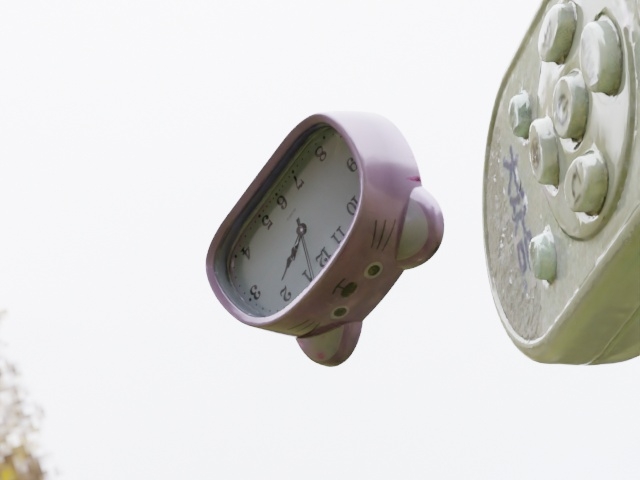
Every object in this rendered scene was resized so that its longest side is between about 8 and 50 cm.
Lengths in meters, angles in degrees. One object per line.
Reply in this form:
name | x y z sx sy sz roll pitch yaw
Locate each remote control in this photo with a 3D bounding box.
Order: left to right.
remote control | 0.077 -0.044 0.329 0.042 0.078 0.221 2 -29 -13

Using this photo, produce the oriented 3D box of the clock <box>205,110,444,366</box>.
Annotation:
clock | 0.000 0.000 1.036 0.050 0.110 0.152 7 -51 -48
